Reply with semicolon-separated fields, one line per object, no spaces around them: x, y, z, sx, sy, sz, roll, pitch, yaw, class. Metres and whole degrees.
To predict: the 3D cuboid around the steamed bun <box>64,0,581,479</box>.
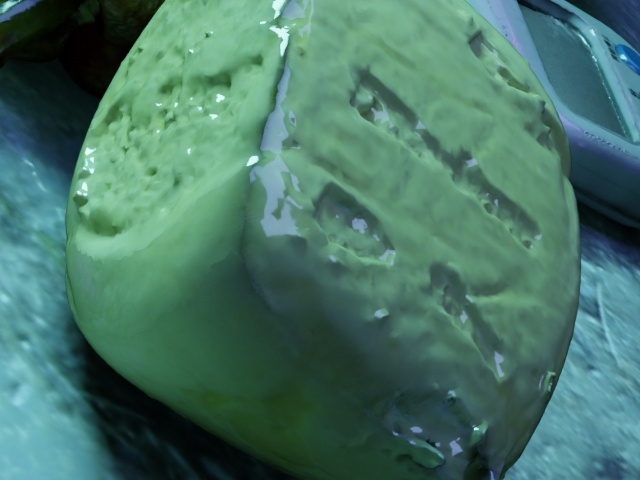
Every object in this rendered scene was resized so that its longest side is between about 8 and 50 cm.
0.000;0.000;0.913;0.232;0.166;0.273;34;49;-32;steamed bun

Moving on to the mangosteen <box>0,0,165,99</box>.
-0.105;-0.168;1.018;0.211;0.211;0.250;38;53;-6;mangosteen

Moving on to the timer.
0.178;-0.100;1.396;0.191;0.069;0.208;25;32;-28;timer
